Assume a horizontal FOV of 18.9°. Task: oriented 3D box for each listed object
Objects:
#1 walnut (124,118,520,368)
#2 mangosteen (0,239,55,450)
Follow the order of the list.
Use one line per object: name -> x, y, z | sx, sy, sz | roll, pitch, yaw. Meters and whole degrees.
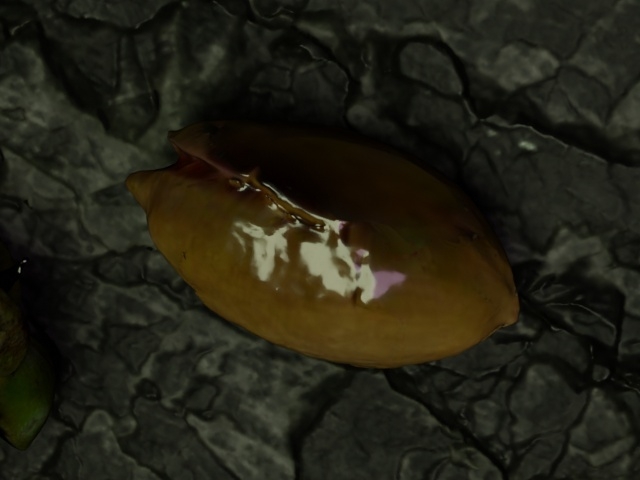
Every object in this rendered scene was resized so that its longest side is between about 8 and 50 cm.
walnut -> 0.000, 0.000, 1.122 | 0.245, 0.137, 0.137 | 19, 114, 3
mangosteen -> -0.289, 0.073, 1.203 | 0.243, 0.243, 0.243 | 6, 111, 15
